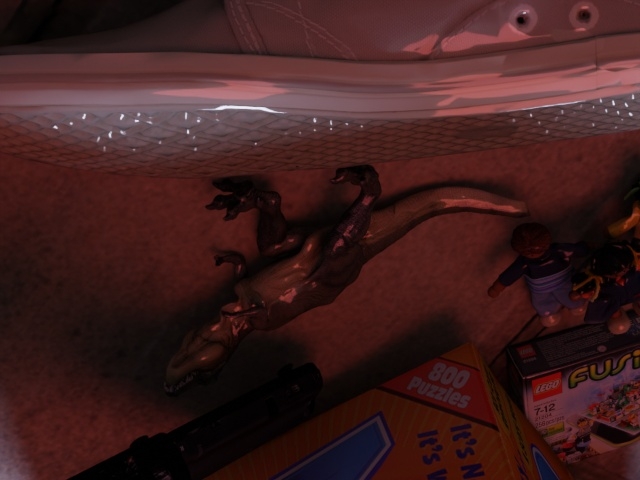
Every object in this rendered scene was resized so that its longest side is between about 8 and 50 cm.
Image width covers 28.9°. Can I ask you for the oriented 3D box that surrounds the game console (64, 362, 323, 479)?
[{"bbox_3d":[-0.128,0.151,0.751,0.213,0.044,0.361,-30,174,31],"label":"game console"}]

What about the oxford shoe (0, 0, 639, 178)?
[{"bbox_3d":[0.023,-0.114,0.683,0.449,0.169,0.130,-7,84,-3],"label":"oxford shoe"}]

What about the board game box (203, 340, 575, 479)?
[{"bbox_3d":[0.062,0.368,0.877,0.356,0.356,0.356,-28,129,14],"label":"board game box"}]

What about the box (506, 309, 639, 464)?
[{"bbox_3d":[0.250,0.105,0.967,0.207,0.036,0.114,-17,129,-5],"label":"box"}]

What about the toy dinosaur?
[{"bbox_3d":[0.000,0.000,0.799,0.268,0.064,0.118,-28,134,-1],"label":"toy dinosaur"}]

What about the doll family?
[{"bbox_3d":[0.210,0.005,0.852,0.193,0.076,0.111,-34,148,3],"label":"doll family"}]
